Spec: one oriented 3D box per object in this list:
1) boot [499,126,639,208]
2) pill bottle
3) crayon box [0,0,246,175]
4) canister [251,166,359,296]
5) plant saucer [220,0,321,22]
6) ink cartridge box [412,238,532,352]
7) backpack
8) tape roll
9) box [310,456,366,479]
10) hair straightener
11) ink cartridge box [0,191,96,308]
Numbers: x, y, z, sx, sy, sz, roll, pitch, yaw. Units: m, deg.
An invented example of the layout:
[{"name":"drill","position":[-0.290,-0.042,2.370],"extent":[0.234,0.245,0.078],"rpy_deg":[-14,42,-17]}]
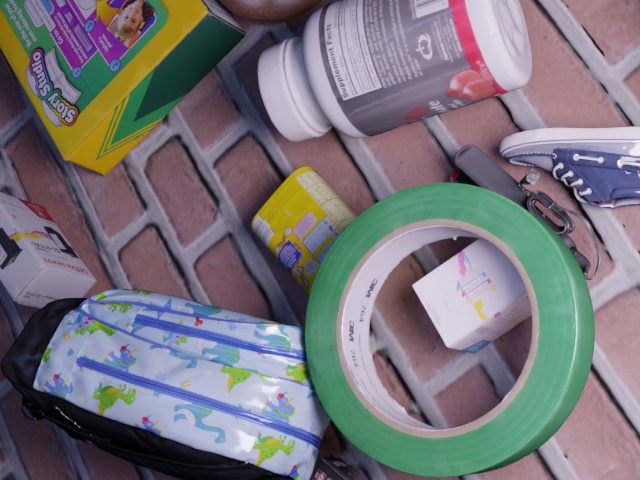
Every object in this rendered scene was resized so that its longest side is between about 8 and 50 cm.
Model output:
[{"name":"boot","position":[0.300,-0.083,1.263],"extent":[0.190,0.069,0.086],"rpy_deg":[-1,77,27]},{"name":"pill bottle","position":[0.087,-0.229,1.347],"extent":[0.318,0.176,0.176],"rpy_deg":[-15,73,25]},{"name":"crayon box","position":[-0.330,-0.338,1.639],"extent":[0.313,0.106,0.363],"rpy_deg":[-42,63,17]},{"name":"canister","position":[0.000,0.000,1.410],"extent":[0.126,0.073,0.170],"rpy_deg":[-48,61,12]},{"name":"plant saucer","position":[-0.068,-0.406,1.514],"extent":[0.198,0.036,0.199],"rpy_deg":[-2,78,9]},{"name":"ink cartridge box","position":[0.202,0.056,1.277],"extent":[0.143,0.092,0.090],"rpy_deg":[-36,65,17]},{"name":"backpack","position":[-0.157,0.190,1.341],"extent":[0.355,0.290,0.273],"rpy_deg":[26,75,31]},{"name":"tape roll","position":[0.139,0.099,1.205],"extent":[0.321,0.077,0.321],"rpy_deg":[-5,79,28]},{"name":"box","position":[0.017,0.414,1.327],"extent":[0.183,0.056,0.231],"rpy_deg":[37,98,30]},{"name":"hair straightener","position":[0.243,-0.039,1.274],"extent":[0.047,0.089,0.230],"rpy_deg":[-33,60,-19]},{"name":"ink cartridge box","position":[-0.434,0.017,1.612],"extent":[0.072,0.127,0.175],"rpy_deg":[-47,63,10]}]
